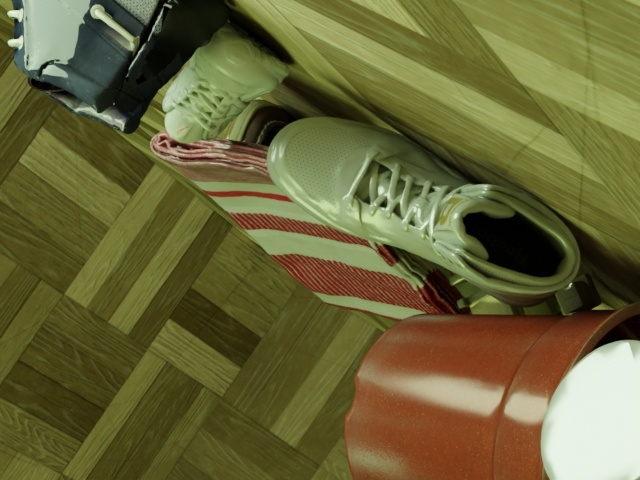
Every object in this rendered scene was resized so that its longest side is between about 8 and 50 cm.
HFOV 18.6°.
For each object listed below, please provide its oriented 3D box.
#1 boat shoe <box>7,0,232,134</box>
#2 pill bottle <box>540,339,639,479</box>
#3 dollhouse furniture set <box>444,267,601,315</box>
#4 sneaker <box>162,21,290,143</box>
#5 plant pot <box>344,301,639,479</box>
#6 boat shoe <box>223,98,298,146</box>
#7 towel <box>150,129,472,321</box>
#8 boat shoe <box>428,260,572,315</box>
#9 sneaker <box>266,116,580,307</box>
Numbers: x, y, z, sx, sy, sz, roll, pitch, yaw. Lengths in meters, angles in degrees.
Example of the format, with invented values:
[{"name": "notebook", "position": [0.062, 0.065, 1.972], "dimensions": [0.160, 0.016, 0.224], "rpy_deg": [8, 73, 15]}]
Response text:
[{"name": "boat shoe", "position": [-0.250, -0.225, 1.763], "dimensions": [0.340, 0.158, 0.127], "rpy_deg": [31, 174, 34]}, {"name": "pill bottle", "position": [0.317, 0.196, 1.583], "dimensions": [0.283, 0.161, 0.161], "rpy_deg": [31, 179, -36]}, {"name": "dollhouse furniture set", "position": [0.227, 0.042, 1.912], "dimensions": [0.101, 0.161, 0.182], "rpy_deg": [-10, -104, -45]}, {"name": "sneaker", "position": [-0.098, -0.139, 1.832], "dimensions": [0.090, 0.115, 0.232], "rpy_deg": [36, 175, -2]}, {"name": "plant pot", "position": [0.181, 0.177, 1.755], "dimensions": [0.265, 0.272, 0.272], "rpy_deg": [6, 156, 44]}, {"name": "boat shoe", "position": [-0.004, -0.058, 2.126], "dimensions": [0.123, 0.123, 0.342], "rpy_deg": [17, 168, 23]}, {"name": "towel", "position": [0.000, 0.000, 1.971], "dimensions": [0.237, 0.037, 0.329], "rpy_deg": [12, 157, 42]}, {"name": "boat shoe", "position": [0.186, 0.072, 2.116], "dimensions": [0.305, 0.109, 0.091], "rpy_deg": [42, 174, -14]}, {"name": "sneaker", "position": [0.094, -0.036, 1.703], "dimensions": [0.293, 0.108, 0.169], "rpy_deg": [25, 174, -1]}]
